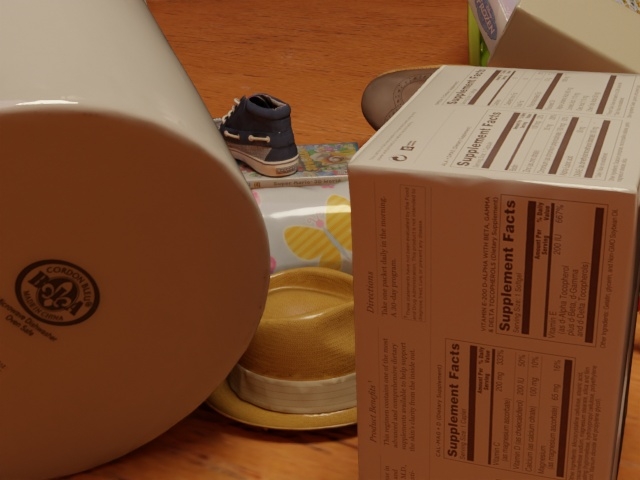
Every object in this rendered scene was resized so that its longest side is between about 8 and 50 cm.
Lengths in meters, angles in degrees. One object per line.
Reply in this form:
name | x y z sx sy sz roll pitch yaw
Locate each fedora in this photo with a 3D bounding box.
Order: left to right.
fedora | -0.009 0.074 0.768 0.194 0.079 0.194 -2 25 1

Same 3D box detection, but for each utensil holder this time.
utensil holder | -0.239 -0.063 0.729 0.327 0.328 0.385 -13 40 -20

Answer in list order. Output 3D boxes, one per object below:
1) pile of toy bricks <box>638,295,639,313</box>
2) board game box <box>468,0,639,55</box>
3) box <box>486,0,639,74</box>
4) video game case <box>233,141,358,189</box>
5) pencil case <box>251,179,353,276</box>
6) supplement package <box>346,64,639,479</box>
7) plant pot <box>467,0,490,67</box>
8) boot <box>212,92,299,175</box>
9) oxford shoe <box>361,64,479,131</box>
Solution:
pile of toy bricks | 0.337 -0.012 0.776 0.212 0.105 0.118 -32 10 22
board game box | 0.363 -0.287 1.268 0.317 0.319 0.066 -12 -16 -20
box | 0.339 -0.190 1.103 0.275 0.113 0.094 32 59 6
video game case | -0.035 -0.093 1.201 0.166 0.015 0.119 -3 25 1
pencil case | 0.000 0.000 0.882 0.273 0.114 0.124 -7 -2 -9
supplement package | 0.117 0.046 0.596 0.145 0.262 0.204 7 27 19
plant pot | 0.349 -0.377 1.526 0.228 0.227 0.207 1 20 10
boot | -0.091 -0.146 1.200 0.069 0.086 0.190 -21 30 -34
oxford shoe | 0.164 -0.132 1.081 0.132 0.130 0.363 4 14 -46
